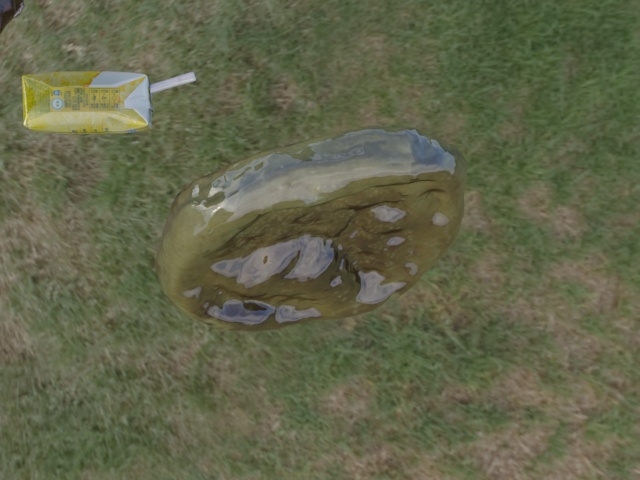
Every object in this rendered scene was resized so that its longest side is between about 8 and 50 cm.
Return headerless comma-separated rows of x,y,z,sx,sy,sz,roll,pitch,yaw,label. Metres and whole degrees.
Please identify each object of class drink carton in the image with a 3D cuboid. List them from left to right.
-0.249,-0.165,1.181,0.200,0.084,0.075,-1,90,-5,drink carton

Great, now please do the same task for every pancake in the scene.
0.000,0.000,0.870,0.294,0.294,0.049,-5,56,-21,pancake

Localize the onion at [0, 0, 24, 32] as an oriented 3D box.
-0.535,-0.386,1.372,0.252,0.219,0.252,17,57,-29,onion
